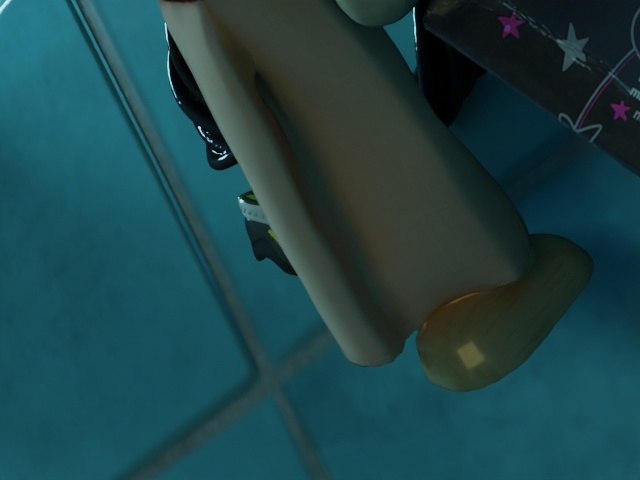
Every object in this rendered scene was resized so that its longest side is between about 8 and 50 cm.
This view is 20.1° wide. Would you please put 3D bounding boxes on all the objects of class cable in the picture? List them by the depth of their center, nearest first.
[{"bbox_3d":[-0.008,-0.089,0.749,0.184,0.047,0.150,21,114,38],"label":"cable"}]

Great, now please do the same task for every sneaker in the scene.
[{"bbox_3d":[0.000,0.000,0.779,0.083,0.031,0.035,22,129,42],"label":"sneaker"}]

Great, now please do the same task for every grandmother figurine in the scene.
[{"bbox_3d":[-0.034,-0.098,0.604,0.342,0.104,0.208,53,156,-24],"label":"grandmother figurine"}]

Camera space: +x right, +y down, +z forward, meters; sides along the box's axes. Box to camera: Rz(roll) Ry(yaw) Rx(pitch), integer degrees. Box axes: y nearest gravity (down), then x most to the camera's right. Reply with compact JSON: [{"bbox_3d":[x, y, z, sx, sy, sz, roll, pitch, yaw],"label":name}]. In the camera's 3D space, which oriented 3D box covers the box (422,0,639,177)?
[{"bbox_3d":[0.185,-0.064,0.492,0.247,0.163,0.142,39,121,30],"label":"box"}]
